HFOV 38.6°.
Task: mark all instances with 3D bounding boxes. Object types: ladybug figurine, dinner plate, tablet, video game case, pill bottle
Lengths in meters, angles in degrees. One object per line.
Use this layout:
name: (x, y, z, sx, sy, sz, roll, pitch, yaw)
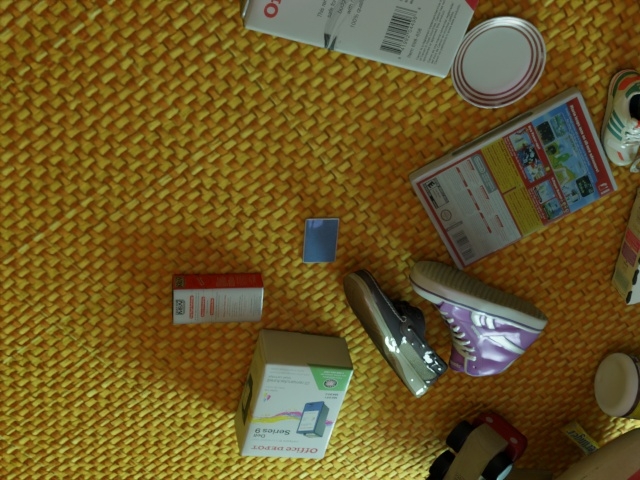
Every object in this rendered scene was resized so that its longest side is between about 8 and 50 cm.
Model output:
ladybug figurine: (0.519, 0.509, 1.718, 0.305, 0.161, 0.449, -2, 141, -46)
dinner plate: (0.255, -0.258, 1.319, 0.141, 0.017, 0.141, -5, 123, -8)
tablet: (0.000, 0.000, 1.445, 0.054, 0.006, 0.083, -2, 122, -10)
video game case: (0.304, -0.091, 1.434, 0.285, 0.025, 0.204, -28, 124, 8)
pill bottle: (0.624, 0.276, 1.685, 0.215, 0.117, 0.117, 10, 121, -17)

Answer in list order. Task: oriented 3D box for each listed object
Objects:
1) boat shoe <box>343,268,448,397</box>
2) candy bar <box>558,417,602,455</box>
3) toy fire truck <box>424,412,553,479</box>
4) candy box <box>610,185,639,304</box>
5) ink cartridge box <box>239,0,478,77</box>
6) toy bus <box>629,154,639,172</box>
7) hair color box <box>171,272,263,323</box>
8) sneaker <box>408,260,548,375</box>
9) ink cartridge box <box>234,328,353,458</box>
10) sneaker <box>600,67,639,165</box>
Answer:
boat shoe: (0.129, 0.143, 1.516, 0.092, 0.103, 0.285, -37, 122, -8)
candy bar: (0.524, 0.399, 1.807, 0.040, 0.018, 0.161, -38, 121, 14)
toy fire truck: (0.338, 0.430, 1.733, 0.246, 0.158, 0.217, -16, 137, -47)
candy box: (0.595, 0.008, 1.530, 0.165, 0.070, 0.196, -2, 123, -10)
ink cartridge box: (0.053, -0.335, 1.111, 0.273, 0.114, 0.197, 10, 122, -18)
toy bus: (0.594, -0.155, 1.357, 0.191, 0.104, 0.202, -17, 147, -20)
hair color box: (-0.164, 0.092, 1.451, 0.141, 0.043, 0.071, -1, 123, -12)
sneaker: (0.236, 0.145, 1.519, 0.282, 0.102, 0.161, 25, 110, -26)
ink cartridge box: (-0.049, 0.266, 1.560, 0.154, 0.093, 0.212, 8, 123, -17)
sneaker: (0.466, -0.174, 1.380, 0.057, 0.075, 0.161, -9, 124, -5)
